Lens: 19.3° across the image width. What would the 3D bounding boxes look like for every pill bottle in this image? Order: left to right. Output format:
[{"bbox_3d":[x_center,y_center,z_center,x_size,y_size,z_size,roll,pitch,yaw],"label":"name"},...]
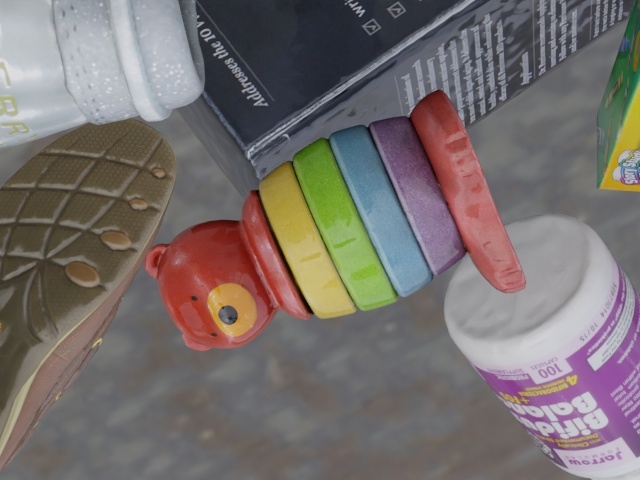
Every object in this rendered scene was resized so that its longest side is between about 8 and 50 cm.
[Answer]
[{"bbox_3d":[0.257,0.125,1.819,0.169,0.169,0.301,-32,128,10],"label":"pill bottle"}]

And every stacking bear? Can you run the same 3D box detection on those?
[{"bbox_3d":[0.000,0.000,1.581,0.289,0.164,0.175,-23,120,3],"label":"stacking bear"}]

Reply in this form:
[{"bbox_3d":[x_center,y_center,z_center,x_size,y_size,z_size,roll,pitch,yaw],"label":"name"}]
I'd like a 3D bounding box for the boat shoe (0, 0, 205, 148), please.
[{"bbox_3d":[-0.058,-0.137,0.538,0.103,0.320,0.118,-1,129,11],"label":"boat shoe"}]

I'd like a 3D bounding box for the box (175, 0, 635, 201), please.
[{"bbox_3d":[0.006,-0.334,1.955,0.472,0.480,0.297,-34,159,-7],"label":"box"}]

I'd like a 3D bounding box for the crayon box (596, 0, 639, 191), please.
[{"bbox_3d":[0.335,-0.125,1.599,0.165,0.081,0.278,3,160,1],"label":"crayon box"}]

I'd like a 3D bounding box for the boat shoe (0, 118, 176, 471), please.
[{"bbox_3d":[-0.118,0.029,0.764,0.178,0.064,0.060,-57,169,-5],"label":"boat shoe"}]
